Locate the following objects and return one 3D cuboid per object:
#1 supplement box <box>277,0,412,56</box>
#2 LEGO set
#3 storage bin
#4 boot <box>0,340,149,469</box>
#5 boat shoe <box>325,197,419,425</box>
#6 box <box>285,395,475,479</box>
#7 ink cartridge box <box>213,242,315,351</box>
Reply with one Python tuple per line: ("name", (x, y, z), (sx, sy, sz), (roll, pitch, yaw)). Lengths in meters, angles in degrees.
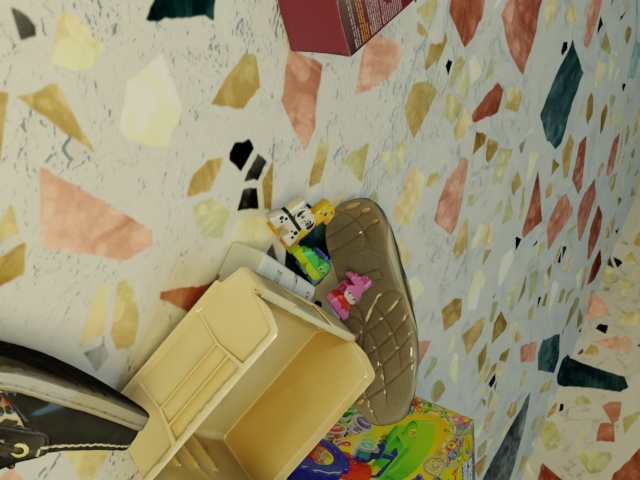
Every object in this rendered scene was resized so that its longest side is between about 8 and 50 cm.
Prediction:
("supplement box", (0.043, -0.334, 0.989), (0.188, 0.104, 0.081), (-48, 138, -33))
("LEGO set", (0.000, 0.000, 1.059), (0.093, 0.087, 0.227), (-40, 129, -6))
("storage bin", (-0.089, 0.195, 0.939), (0.260, 0.123, 0.262), (-49, 144, 4))
("boot", (-0.351, 0.228, 0.639), (0.377, 0.138, 0.284), (30, 78, -51))
("boat shoe", (0.100, 0.110, 1.152), (0.130, 0.132, 0.356), (21, 61, -63))
("box", (0.051, 0.378, 1.141), (0.279, 0.289, 0.177), (-40, 133, -40))
("ink cartridge box", (-0.084, 0.084, 1.024), (0.150, 0.063, 0.109), (39, 72, -55))
